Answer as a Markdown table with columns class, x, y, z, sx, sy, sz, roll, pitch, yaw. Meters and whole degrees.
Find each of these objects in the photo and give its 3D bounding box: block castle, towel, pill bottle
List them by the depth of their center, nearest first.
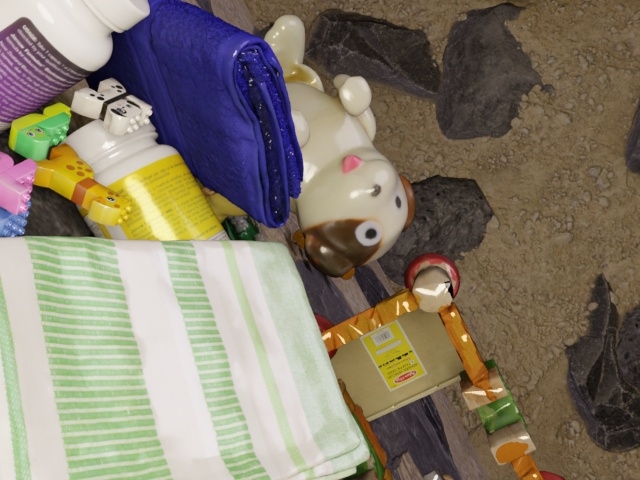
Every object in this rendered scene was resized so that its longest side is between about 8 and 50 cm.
| class | x | y | z | sx | sy | sz | roll | pitch | yaw |
| --- | --- | --- | --- | --- | --- | --- | --- | --- | --- |
| towel | -0.108 | 0.103 | 0.515 | 0.324 | 0.038 | 0.248 | 2 | 59 | -47 |
| pill bottle | -0.243 | -0.170 | 0.517 | 0.108 | 0.193 | 0.108 | 58 | 12 | -19 |
| towel | -0.148 | -0.165 | 0.651 | 0.308 | 0.076 | 0.228 | 33 | -29 | 28 |
| pill bottle | -0.177 | -0.025 | 0.657 | 0.209 | 0.119 | 0.119 | 61 | 11 | -7 |
| block castle | 0.152 | 0.277 | 0.928 | 0.453 | 0.303 | 0.213 | 63 | 10 | 1 |

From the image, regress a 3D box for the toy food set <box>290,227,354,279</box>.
| class | x | y | z | sx | sy | sz | roll | pitch | yaw |
| --- | --- | --- | --- | --- | --- | --- | --- | --- | --- |
| toy food set | 0.000 | 0.000 | 1.479 | 0.104 | 0.111 | 0.232 | 30 | -1 | 41 |

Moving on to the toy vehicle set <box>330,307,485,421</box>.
| class | x | y | z | sx | sy | sz | roll | pitch | yaw |
| --- | --- | --- | --- | --- | --- | --- | --- | --- | --- |
| toy vehicle set | 0.133 | 0.205 | 1.116 | 0.166 | 0.266 | 0.035 | 61 | 12 | -5 |

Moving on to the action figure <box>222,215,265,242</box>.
| class | x | y | z | sx | sy | sz | roll | pitch | yaw |
| --- | --- | --- | --- | --- | --- | --- | --- | --- | --- |
| action figure | -0.121 | -0.009 | 1.047 | 0.232 | 0.063 | 0.137 | 59 | 7 | -29 |

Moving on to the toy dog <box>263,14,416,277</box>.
| class | x | y | z | sx | sy | sz | roll | pitch | yaw |
| --- | --- | --- | --- | --- | --- | --- | --- | --- | --- |
| toy dog | -0.028 | -0.123 | 1.104 | 0.408 | 0.284 | 0.395 | 44 | -35 | 25 |

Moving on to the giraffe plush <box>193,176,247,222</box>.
| class | x | y | z | sx | sy | sz | roll | pitch | yaw |
| --- | --- | --- | --- | --- | --- | --- | --- | --- | --- |
| giraffe plush | -0.138 | -0.066 | 0.798 | 0.181 | 0.170 | 0.210 | 56 | 12 | -29 |

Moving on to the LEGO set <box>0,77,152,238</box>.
| class | x | y | z | sx | sy | sz | roll | pitch | yaw |
| --- | --- | --- | --- | --- | --- | --- | --- | --- | --- |
| LEGO set | -0.206 | -0.051 | 0.517 | 0.093 | 0.087 | 0.227 | 30 | 32 | 1 |
